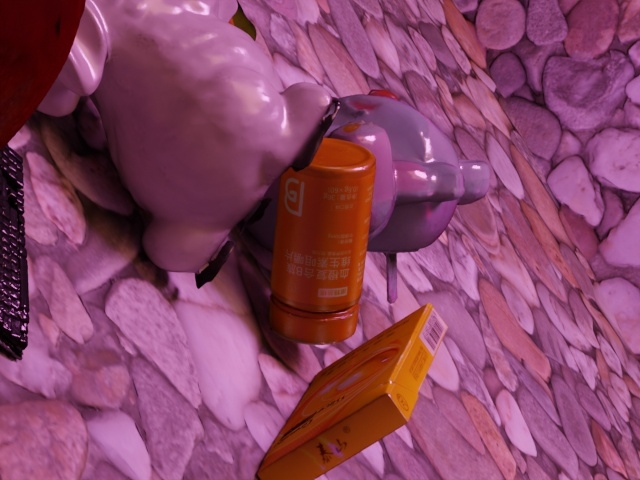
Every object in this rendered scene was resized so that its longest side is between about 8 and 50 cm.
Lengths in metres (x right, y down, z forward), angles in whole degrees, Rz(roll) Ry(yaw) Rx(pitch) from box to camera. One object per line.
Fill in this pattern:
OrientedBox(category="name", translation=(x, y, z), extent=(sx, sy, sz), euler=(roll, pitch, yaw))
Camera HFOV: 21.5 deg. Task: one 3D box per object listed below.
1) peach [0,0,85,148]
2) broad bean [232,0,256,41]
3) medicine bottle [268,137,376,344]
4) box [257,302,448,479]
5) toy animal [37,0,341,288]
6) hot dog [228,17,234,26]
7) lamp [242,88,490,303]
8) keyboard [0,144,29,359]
OrientedBox(category="peach", translation=(-0.317, -0.215, 1.071), extent=(0.406, 0.310, 0.335), euler=(42, 21, -39))
OrientedBox(category="broad bean", translation=(-0.159, -0.277, 1.970), extent=(0.144, 0.049, 0.292), euler=(64, 21, -2))
OrientedBox(category="medicine bottle", translation=(0.000, 0.000, 1.698), extent=(0.096, 0.096, 0.191), euler=(-68, 166, -67))
OrientedBox(category="box", translation=(0.036, 0.149, 1.620), extent=(0.043, 0.152, 0.269), euler=(54, 18, -5))
OrientedBox(category="toy animal", translation=(-0.175, -0.159, 1.554), extent=(0.357, 0.194, 0.257), euler=(37, 59, -16))
OrientedBox(category="hot dog", translation=(-0.131, -0.227, 1.844), extent=(0.100, 0.068, 0.249), euler=(-57, 134, -78))
OrientedBox(category="lamp", translation=(0.040, -0.043, 1.895), extent=(0.301, 0.247, 0.247), euler=(-18, 107, -64))
OrientedBox(category="keyboard", translation=(-0.256, -0.008, 1.333), extent=(0.072, 0.023, 0.231), euler=(46, 22, -39))
